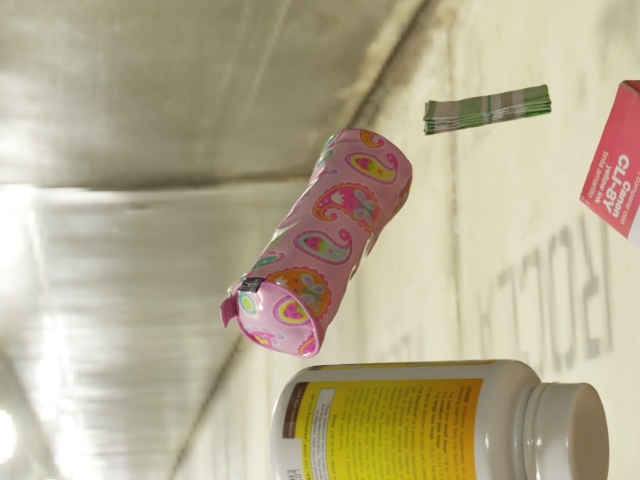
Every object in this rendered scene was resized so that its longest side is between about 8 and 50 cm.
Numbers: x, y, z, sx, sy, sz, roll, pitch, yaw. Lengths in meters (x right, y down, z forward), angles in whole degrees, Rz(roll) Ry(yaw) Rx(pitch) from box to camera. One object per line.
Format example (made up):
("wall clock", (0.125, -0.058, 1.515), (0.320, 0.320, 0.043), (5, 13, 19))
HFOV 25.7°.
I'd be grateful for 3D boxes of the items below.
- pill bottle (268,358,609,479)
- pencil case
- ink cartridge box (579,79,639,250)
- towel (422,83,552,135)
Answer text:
("pill bottle", (0.081, 0.141, 0.960), (0.215, 0.117, 0.117), (-5, 171, 28))
("pencil case", (0.000, 0.000, 1.538), (0.124, 0.284, 0.124), (19, 139, 17))
("ink cartridge box", (0.504, -0.014, 1.457), (0.279, 0.160, 0.384), (-2, -147, -32))
("towel", (0.196, -0.160, 1.665), (0.152, 0.023, 0.113), (-10, -161, 9))
